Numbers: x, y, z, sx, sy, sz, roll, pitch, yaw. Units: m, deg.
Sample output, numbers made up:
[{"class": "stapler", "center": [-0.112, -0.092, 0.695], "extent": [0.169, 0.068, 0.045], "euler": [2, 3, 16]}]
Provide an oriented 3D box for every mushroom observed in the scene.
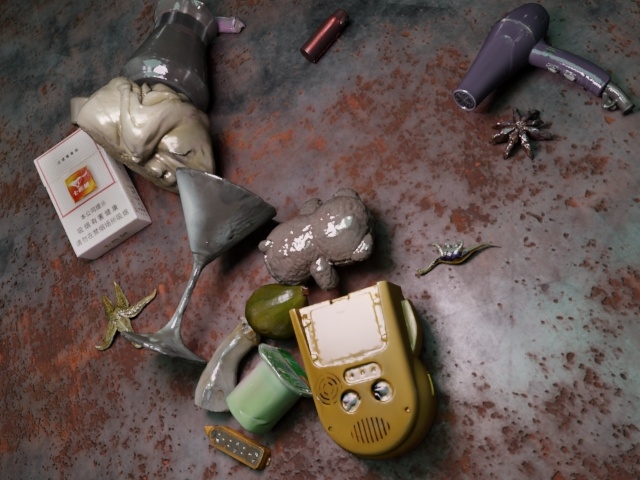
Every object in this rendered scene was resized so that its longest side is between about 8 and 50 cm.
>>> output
[{"class": "mushroom", "center": [-0.207, 0.278, 1.293], "extent": [0.092, 0.081, 0.223], "euler": [15, 72, 35]}]

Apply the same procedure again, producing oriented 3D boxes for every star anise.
[{"class": "star anise", "center": [0.438, -0.241, 1.264], "extent": [0.141, 0.042, 0.141], "euler": [-11, 62, 21]}]

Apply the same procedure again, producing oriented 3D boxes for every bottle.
[{"class": "bottle", "center": [0.015, -0.578, 1.608], "extent": [0.060, 0.060, 0.164], "euler": [37, 85, 33]}]

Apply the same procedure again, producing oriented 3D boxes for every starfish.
[{"class": "starfish", "center": [-0.516, 0.195, 1.500], "extent": [0.217, 0.050, 0.223], "euler": [-39, 62, -6]}]

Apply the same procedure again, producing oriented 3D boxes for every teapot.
[{"class": "teapot", "center": [-0.444, -0.520, 1.704], "extent": [0.300, 0.253, 0.344], "euler": [-29, 44, 46]}]

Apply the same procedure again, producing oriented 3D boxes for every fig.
[{"class": "fig", "center": [-0.091, 0.150, 1.231], "extent": [0.126, 0.185, 0.133], "euler": [-39, 87, -19]}]

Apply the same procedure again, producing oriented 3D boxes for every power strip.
[{"class": "power strip", "center": [-0.186, 0.440, 1.236], "extent": [0.178, 0.028, 0.049], "euler": [16, 75, 30]}]

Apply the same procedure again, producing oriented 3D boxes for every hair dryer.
[{"class": "hair dryer", "center": [0.503, -0.357, 1.251], "extent": [0.361, 0.121, 0.301], "euler": [33, 73, 24]}]

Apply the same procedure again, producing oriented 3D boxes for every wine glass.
[{"class": "wine glass", "center": [-0.285, 0.068, 1.336], "extent": [0.267, 0.267, 0.406], "euler": [13, 78, 29]}]

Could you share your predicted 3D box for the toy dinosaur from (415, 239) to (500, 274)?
[{"class": "toy dinosaur", "center": [0.285, 0.021, 1.216], "extent": [0.180, 0.037, 0.058], "euler": [-21, 83, 22]}]

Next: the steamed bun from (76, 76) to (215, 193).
[{"class": "steamed bun", "center": [-0.431, -0.293, 1.509], "extent": [0.352, 0.339, 0.247], "euler": [28, 81, 31]}]

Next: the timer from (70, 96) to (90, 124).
[{"class": "timer", "center": [-0.696, -0.289, 1.765], "extent": [0.175, 0.175, 0.266], "euler": [7, 88, 27]}]

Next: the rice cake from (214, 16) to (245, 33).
[{"class": "rice cake", "center": [-0.361, -0.693, 1.837], "extent": [0.270, 0.055, 0.049], "euler": [14, 77, 27]}]

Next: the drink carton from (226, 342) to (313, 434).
[{"class": "drink carton", "center": [-0.110, 0.318, 1.198], "extent": [0.142, 0.144, 0.146], "euler": [-47, 56, 5]}]

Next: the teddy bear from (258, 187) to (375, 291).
[{"class": "teddy bear", "center": [-0.001, 0.000, 1.285], "extent": [0.267, 0.151, 0.236], "euler": [-24, 59, 13]}]

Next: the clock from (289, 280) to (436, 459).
[{"class": "clock", "center": [0.089, 0.260, 1.112], "extent": [0.244, 0.200, 0.317], "euler": [-19, 68, 19]}]

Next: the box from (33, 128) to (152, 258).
[{"class": "box", "center": [-0.649, -0.140, 1.626], "extent": [0.210, 0.095, 0.330], "euler": [-31, 76, 8]}]
